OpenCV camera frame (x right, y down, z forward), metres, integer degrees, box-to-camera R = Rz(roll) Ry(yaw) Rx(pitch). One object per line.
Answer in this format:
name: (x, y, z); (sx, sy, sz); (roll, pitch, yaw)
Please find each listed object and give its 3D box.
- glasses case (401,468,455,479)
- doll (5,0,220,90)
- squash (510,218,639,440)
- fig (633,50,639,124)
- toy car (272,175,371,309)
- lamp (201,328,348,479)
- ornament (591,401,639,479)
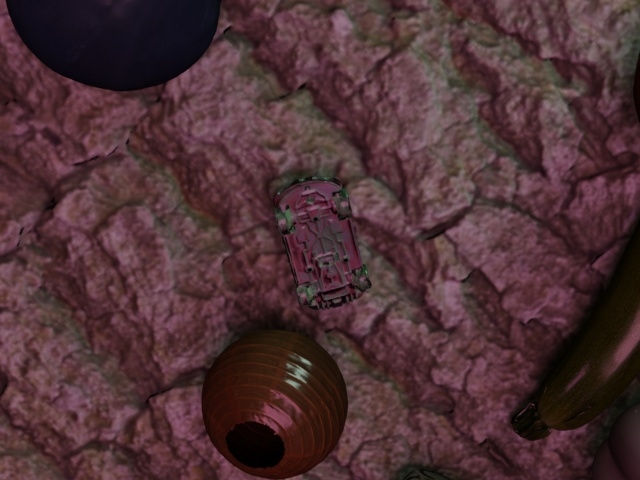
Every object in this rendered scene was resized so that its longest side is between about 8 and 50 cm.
glasses case: (0.213, 0.341, 1.325); (0.355, 0.137, 0.085); (35, 103, -16)
doll: (-0.135, -0.240, 1.101); (0.228, 0.154, 0.258); (31, 112, -23)
squash: (0.286, 0.069, 1.278); (0.071, 0.080, 0.318); (10, 114, -49)
fig: (0.363, -0.122, 1.164); (0.205, 0.205, 0.205); (-2, 109, -5)
toy car: (0.000, 0.000, 1.234); (0.069, 0.055, 0.142); (-15, 123, 0)
lamp: (-0.041, 0.147, 1.241); (0.136, 0.136, 0.136); (-2, 109, -5)
ornament: (0.344, 0.223, 1.297); (0.178, 0.177, 0.177); (-2, 109, -5)
